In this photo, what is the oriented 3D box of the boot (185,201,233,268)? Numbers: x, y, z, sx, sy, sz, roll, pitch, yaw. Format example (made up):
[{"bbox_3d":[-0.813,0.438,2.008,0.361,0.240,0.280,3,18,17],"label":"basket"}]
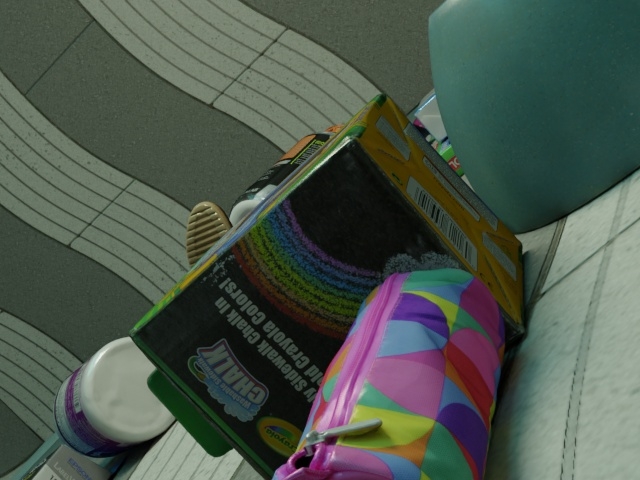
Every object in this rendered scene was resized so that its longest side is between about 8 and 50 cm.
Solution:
[{"bbox_3d":[-0.138,0.030,1.520,0.090,0.248,0.207,-11,15,19],"label":"boot"}]

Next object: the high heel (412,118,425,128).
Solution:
[{"bbox_3d":[0.226,-0.252,1.856,0.117,0.082,0.244,-31,23,20],"label":"high heel"}]

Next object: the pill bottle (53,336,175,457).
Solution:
[{"bbox_3d":[-0.357,0.279,1.512,0.169,0.169,0.301,-47,7,-34],"label":"pill bottle"}]

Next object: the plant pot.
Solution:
[{"bbox_3d":[0.213,-0.176,0.800,0.290,0.195,0.290,-42,6,5],"label":"plant pot"}]

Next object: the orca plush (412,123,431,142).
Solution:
[{"bbox_3d":[0.059,-0.085,1.430,0.287,0.102,0.151,-54,2,7],"label":"orca plush"}]

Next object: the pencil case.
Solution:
[{"bbox_3d":[0.042,0.095,0.470,0.104,0.104,0.236,-41,5,25],"label":"pencil case"}]

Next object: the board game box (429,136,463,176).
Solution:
[{"bbox_3d":[0.252,-0.189,1.374,0.213,0.046,0.317,-42,6,20],"label":"board game box"}]

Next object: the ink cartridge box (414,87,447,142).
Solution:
[{"bbox_3d":[0.209,-0.223,1.389,0.104,0.060,0.180,-42,6,19],"label":"ink cartridge box"}]

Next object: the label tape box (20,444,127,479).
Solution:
[{"bbox_3d":[-0.460,0.439,1.355,0.241,0.106,0.333,-41,6,13],"label":"label tape box"}]

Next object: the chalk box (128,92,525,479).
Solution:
[{"bbox_3d":[-0.008,0.056,0.694,0.289,0.180,0.179,-40,7,22],"label":"chalk box"}]

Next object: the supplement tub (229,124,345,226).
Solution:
[{"bbox_3d":[-0.018,-0.084,1.722,0.193,0.193,0.316,-36,8,49],"label":"supplement tub"}]
